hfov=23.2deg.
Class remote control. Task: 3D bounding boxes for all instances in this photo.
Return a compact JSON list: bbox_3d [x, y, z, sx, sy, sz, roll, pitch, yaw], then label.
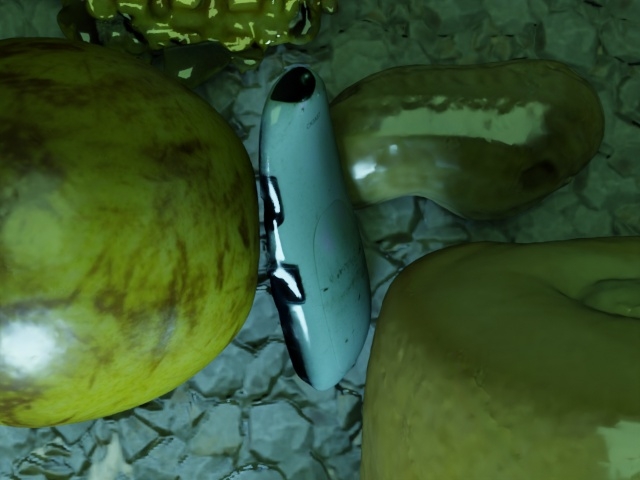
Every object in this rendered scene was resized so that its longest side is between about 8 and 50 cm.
[{"bbox_3d":[-0.002,-0.001,1.081,0.045,0.256,0.097,9,40,27],"label":"remote control"}]

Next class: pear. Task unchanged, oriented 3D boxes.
[{"bbox_3d":[-0.173,-0.007,1.034,0.281,0.281,0.280,1,82,-4],"label":"pear"}]

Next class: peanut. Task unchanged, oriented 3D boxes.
[{"bbox_3d":[0.091,-0.071,1.142,0.236,0.120,0.110,-9,48,0],"label":"peanut"}]

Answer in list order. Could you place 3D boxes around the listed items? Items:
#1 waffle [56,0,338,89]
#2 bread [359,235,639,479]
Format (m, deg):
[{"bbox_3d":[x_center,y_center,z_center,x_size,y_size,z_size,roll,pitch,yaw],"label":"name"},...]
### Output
[{"bbox_3d":[-0.097,-0.268,1.176,0.329,0.062,0.329,1,84,-5],"label":"waffle"},{"bbox_3d":[0.186,0.208,0.989,0.348,0.253,0.376,9,117,9],"label":"bread"}]
